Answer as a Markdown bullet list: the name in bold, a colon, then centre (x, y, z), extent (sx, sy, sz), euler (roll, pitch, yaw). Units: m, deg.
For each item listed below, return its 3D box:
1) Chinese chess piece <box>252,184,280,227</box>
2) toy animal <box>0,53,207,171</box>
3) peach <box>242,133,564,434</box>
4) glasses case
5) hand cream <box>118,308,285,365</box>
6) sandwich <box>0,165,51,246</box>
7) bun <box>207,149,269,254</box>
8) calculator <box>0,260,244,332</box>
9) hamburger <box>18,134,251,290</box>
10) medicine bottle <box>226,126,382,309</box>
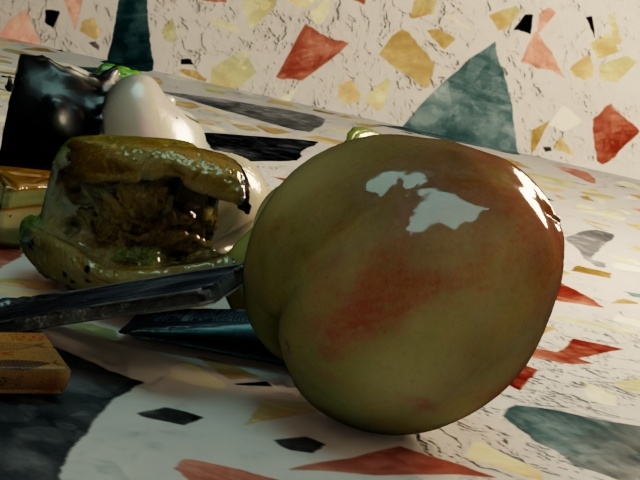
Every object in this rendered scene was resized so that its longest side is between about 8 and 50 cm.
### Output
- **Chinese chess piece**: centre (0.016, 0.005, 1.980), extent (0.188, 0.083, 0.188), euler (9, -27, 5)
- **toy animal**: centre (-0.273, -0.127, 2.228), extent (0.267, 0.212, 0.212), euler (5, 12, -12)
- **peach**: centre (0.077, 0.031, 1.593), extent (0.247, 0.292, 0.292), euler (55, -13, -29)
- **glasses case**: centre (-0.298, 0.106, 1.470), extent (0.170, 0.041, 0.064), euler (4, 24, -34)
- **hand cream**: centre (-0.057, 0.090, 1.759), extent (0.270, 0.061, 0.120), euler (7, 9, 3)
- **sandwich**: centre (-0.302, -0.030, 2.057), extent (0.163, 0.079, 0.113), euler (9, 13, -20)
- **bun**: centre (-0.145, -0.028, 2.076), extent (0.173, 0.120, 0.173), euler (-3, -21, -1)
- **calculator**: centre (-0.201, 0.056, 1.641), extent (0.261, 0.021, 0.161), euler (-9, 7, 15)
- **hamburger**: centre (-0.205, -0.024, 1.851), extent (0.192, 0.168, 0.288), euler (2, 8, -24)
- **medicine bottle**: centre (0.000, 0.000, 1.822), extent (0.124, 0.239, 0.124), euler (32, 34, -25)
